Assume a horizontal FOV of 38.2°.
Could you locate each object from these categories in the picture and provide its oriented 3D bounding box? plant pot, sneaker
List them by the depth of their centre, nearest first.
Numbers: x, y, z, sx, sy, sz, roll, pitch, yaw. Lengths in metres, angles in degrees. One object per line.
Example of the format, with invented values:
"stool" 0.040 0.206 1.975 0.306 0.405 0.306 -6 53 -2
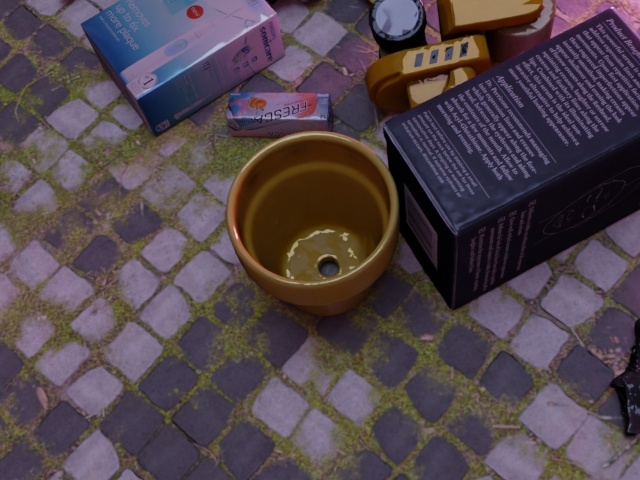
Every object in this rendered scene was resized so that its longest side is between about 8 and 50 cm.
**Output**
"sneaker" 0.471 0.200 1.374 0.089 0.051 0.170 -9 67 -3
"plant pot" 0.000 0.000 1.423 0.254 0.239 0.254 -3 64 6

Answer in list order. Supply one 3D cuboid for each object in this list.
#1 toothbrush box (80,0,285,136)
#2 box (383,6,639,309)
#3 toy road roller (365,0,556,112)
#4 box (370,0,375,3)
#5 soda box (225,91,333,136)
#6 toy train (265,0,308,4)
"toothbrush box" -0.247 -0.367 1.692 0.295 0.126 0.216 -33 65 -10
"box" 0.318 -0.115 1.408 0.395 0.293 0.212 -27 65 -6
"toy road roller" 0.240 -0.290 1.562 0.329 0.202 0.241 -11 76 7
"box" 0.099 -0.521 1.744 0.105 0.043 0.179 -49 63 18
"soda box" -0.071 -0.221 1.634 0.183 0.063 0.058 1 64 7
"toy train" -0.016 -0.598 1.721 0.334 0.142 0.190 -44 57 20
